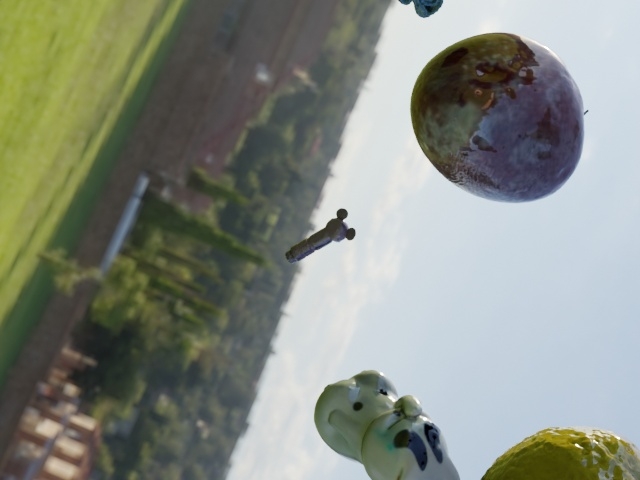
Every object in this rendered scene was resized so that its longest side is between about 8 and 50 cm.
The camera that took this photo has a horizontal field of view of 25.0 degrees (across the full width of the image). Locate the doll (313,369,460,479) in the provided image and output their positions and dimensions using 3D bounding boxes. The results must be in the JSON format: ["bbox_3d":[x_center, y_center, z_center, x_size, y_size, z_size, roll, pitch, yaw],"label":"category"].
[{"bbox_3d":[0.074,0.225,1.674,0.181,0.110,0.107,30,-53,47],"label":"doll"}]

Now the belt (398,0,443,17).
[{"bbox_3d":[0.101,-0.322,1.505,0.065,0.100,0.179,-101,171,-51],"label":"belt"}]

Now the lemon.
[{"bbox_3d":[0.236,0.280,1.365,0.260,0.204,0.204,108,4,-59],"label":"lemon"}]

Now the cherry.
[{"bbox_3d":[0.251,-0.165,1.964,0.236,0.285,0.213,58,-40,38],"label":"cherry"}]

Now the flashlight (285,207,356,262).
[{"bbox_3d":[0.000,0.000,2.038,0.110,0.052,0.031,-30,156,18],"label":"flashlight"}]
